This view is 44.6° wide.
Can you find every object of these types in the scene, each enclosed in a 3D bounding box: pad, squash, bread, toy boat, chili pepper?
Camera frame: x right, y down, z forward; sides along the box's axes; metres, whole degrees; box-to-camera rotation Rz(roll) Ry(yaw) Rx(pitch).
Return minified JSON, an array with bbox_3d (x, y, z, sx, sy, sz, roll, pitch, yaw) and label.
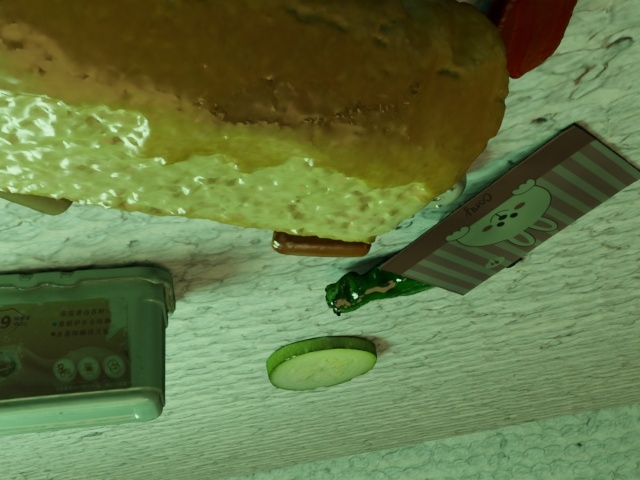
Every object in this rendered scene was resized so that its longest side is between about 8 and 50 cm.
[{"bbox_3d":[0.240,-0.023,0.983,0.300,0.005,0.202,-38,143,29],"label":"pad"},{"bbox_3d":[0.003,0.233,1.509,0.219,0.041,0.219,-9,152,-5],"label":"squash"},{"bbox_3d":[-0.072,-0.116,0.561,0.375,0.165,0.236,7,153,-27],"label":"bread"},{"bbox_3d":[0.160,-0.185,0.616,0.069,0.058,0.173,-8,162,2],"label":"toy boat"},{"bbox_3d":[0.116,0.052,1.115,0.224,0.061,0.098,-21,153,14],"label":"chili pepper"}]

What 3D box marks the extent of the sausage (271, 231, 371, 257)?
[{"bbox_3d":[0.000,0.000,0.986,0.131,0.041,0.039,2,159,-21],"label":"sausage"}]

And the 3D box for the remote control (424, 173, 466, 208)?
[{"bbox_3d":[0.059,-0.061,0.872,0.221,0.042,0.078,-1,154,-15],"label":"remote control"}]

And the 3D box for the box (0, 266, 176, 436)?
[{"bbox_3d":[-0.349,0.154,1.045,0.312,0.182,0.175,-4,155,-10],"label":"box"}]

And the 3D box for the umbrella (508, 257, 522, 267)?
[{"bbox_3d":[0.241,0.010,1.100,0.133,0.031,0.036,21,115,-46],"label":"umbrella"}]

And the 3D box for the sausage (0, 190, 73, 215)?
[{"bbox_3d":[-0.340,-0.090,0.657,0.066,0.065,0.301,-22,150,28],"label":"sausage"}]
